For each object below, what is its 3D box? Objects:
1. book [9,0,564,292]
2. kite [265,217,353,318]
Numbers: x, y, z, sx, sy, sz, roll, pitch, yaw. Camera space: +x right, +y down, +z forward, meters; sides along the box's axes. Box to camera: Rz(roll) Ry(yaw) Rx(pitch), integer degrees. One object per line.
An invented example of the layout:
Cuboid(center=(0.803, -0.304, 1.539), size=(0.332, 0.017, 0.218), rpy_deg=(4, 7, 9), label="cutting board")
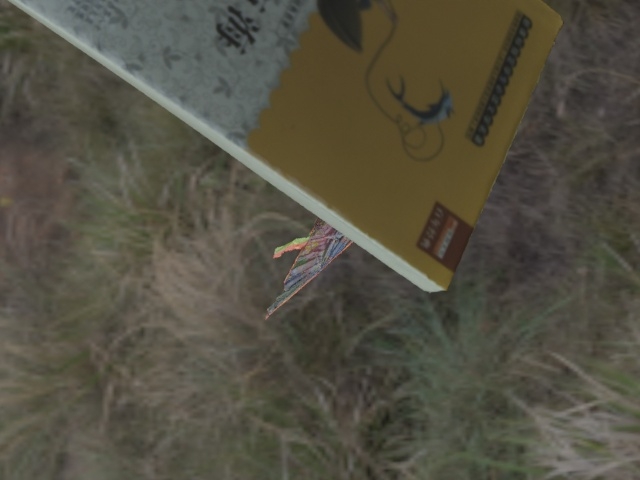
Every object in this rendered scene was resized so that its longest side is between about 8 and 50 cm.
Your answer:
Cuboid(center=(-0.013, -0.170, 1.017), size=(0.032, 0.389, 0.269), rpy_deg=(-23, 38, 59), label="book")
Cuboid(center=(0.000, 0.000, 1.418), size=(0.159, 0.010, 0.190), rpy_deg=(-6, 48, 55), label="kite")
